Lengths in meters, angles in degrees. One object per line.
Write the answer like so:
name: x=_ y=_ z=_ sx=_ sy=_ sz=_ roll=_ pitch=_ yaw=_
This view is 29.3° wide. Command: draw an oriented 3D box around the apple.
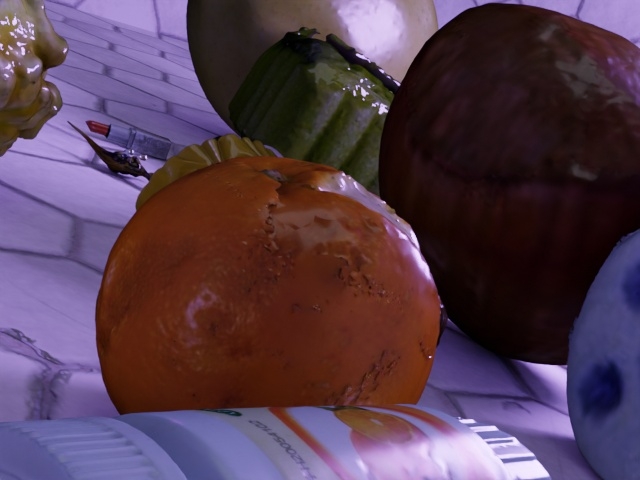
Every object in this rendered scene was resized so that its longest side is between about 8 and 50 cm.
apple: x=-0.022 y=-0.391 z=2.223 sx=0.474 sy=0.473 sz=0.473 roll=20 pitch=12 yaw=-4

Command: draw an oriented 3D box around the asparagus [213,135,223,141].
asparagus: x=-0.096 y=-0.082 z=1.678 sx=0.082 sy=0.085 sz=0.343 roll=-27 pitch=22 yaw=-11

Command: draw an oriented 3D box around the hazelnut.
hazelnut: x=0.247 y=-0.055 z=1.390 sx=0.421 sy=0.420 sz=0.353 roll=28 pitch=46 yaw=31

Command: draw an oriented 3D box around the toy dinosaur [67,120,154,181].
toy dinosaur: x=-0.261 y=-0.106 z=1.631 sx=0.180 sy=0.037 sz=0.058 roll=27 pitch=8 yaw=22

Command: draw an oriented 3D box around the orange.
orange: x=-0.036 y=0.053 z=0.850 sx=0.240 sy=0.240 sz=0.240 roll=20 pitch=12 yaw=-4

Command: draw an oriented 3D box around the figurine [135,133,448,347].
figurine: x=-0.020 y=0.048 z=1.163 sx=0.315 sy=0.168 sz=0.187 roll=44 pitch=-4 yaw=38

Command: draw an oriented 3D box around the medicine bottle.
medicine bottle: x=-0.019 y=0.156 z=0.568 sx=0.158 sy=0.158 sz=0.318 roll=30 pitch=15 yaw=38

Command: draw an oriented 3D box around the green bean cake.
green bean cake: x=0.047 y=-0.171 z=1.913 sx=0.335 sy=0.218 sz=0.319 roll=29 pitch=10 yaw=-25

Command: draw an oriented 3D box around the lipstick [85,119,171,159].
lipstick: x=-0.288 y=-0.154 z=1.817 sx=0.129 sy=0.030 sz=0.030 roll=17 pitch=13 yaw=-21

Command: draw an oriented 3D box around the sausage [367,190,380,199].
sausage: x=0.091 y=-0.004 z=1.665 sx=0.086 sy=0.086 sz=0.289 roll=9 pitch=18 yaw=-45

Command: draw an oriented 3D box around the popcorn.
popcorn: x=-0.408 y=-0.205 z=1.231 sx=0.274 sy=0.279 sz=0.335 roll=-17 pitch=-20 yaw=17

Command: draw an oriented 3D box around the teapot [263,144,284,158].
teapot: x=0.000 y=0.000 z=1.417 sx=0.245 sy=0.116 sz=0.159 roll=35 pitch=-5 yaw=-22

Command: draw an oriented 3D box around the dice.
dice: x=0.413 y=0.135 z=1.147 sx=0.268 sy=0.264 sz=0.262 roll=15 pitch=13 yaw=-31
